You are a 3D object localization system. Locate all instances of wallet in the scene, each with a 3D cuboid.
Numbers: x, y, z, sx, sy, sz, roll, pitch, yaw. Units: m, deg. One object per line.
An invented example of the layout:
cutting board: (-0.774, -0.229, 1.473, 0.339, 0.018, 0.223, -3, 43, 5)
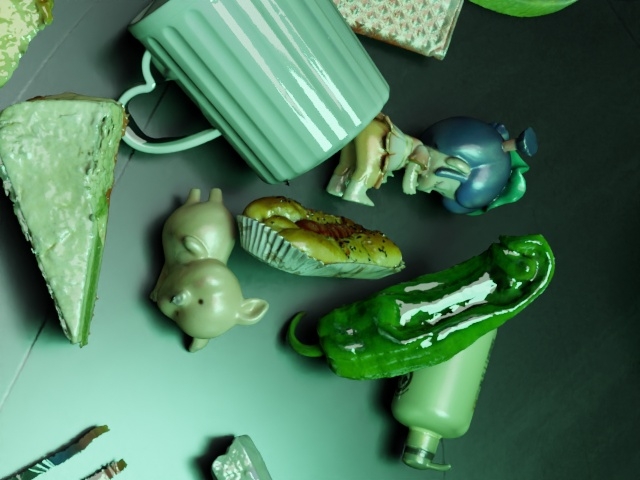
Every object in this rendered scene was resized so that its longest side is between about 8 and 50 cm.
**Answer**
wallet: (0.048, -0.254, 1.504, 0.197, 0.020, 0.103, 16, 96, -17)

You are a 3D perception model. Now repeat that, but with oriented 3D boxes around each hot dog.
hot dog: (0.000, 0.000, 1.410, 0.191, 0.108, 0.059, 8, 110, -57)

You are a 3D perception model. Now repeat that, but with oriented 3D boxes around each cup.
cup: (-0.070, -0.159, 1.410, 0.202, 0.221, 0.167, 52, 33, -14)

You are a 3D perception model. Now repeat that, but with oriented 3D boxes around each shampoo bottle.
shampoo bottle: (0.114, 0.142, 1.479, 0.079, 0.079, 0.162, 24, 75, -20)

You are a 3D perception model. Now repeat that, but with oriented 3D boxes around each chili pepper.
chili pepper: (0.097, 0.066, 1.429, 0.257, 0.074, 0.100, -22, 79, -3)

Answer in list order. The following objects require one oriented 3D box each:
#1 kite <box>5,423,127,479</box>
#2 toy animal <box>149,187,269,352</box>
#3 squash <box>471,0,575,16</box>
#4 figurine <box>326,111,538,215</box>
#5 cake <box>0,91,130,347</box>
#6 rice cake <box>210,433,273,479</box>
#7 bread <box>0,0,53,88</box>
kite: (-0.273, 0.251, 1.324, 0.245, 0.015, 0.141, -29, 97, -21)
toy animal: (-0.104, 0.025, 1.392, 0.089, 0.083, 0.150, -1, 83, -27)
squash: (0.208, -0.362, 1.598, 0.252, 0.049, 0.252, 3, 83, -24)
figurine: (0.112, -0.077, 1.488, 0.195, 0.111, 0.102, 6, 102, -24)
cake: (-0.243, -0.025, 1.333, 0.117, 0.086, 0.220, 10, 89, 0)
rice cake: (-0.030, 0.303, 1.408, 0.049, 0.055, 0.269, -26, 93, -5)
bread: (-0.332, -0.178, 1.205, 0.185, 0.275, 0.114, 29, 76, -19)
